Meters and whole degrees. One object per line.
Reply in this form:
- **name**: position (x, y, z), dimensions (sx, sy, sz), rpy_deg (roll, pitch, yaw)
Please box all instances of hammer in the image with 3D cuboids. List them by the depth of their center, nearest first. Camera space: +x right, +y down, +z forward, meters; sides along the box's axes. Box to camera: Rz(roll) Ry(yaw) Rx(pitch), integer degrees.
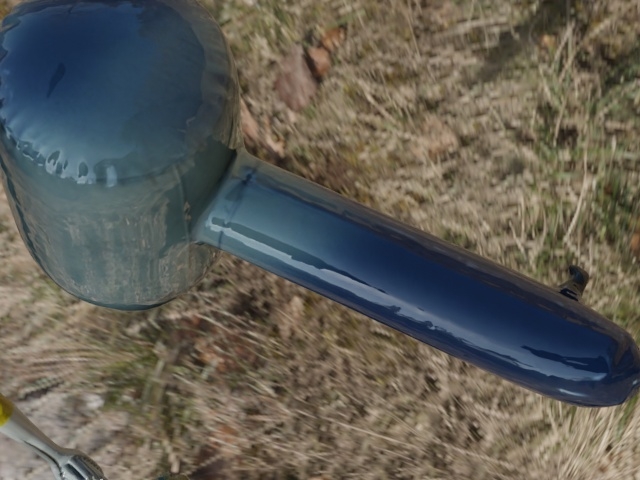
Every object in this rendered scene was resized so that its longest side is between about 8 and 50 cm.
- **hammer**: position (0.000, 0.000, 0.408), dimensions (0.194, 0.116, 0.069), rpy_deg (24, 67, 6)

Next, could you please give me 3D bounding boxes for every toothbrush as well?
- **toothbrush**: position (-0.157, 0.073, 0.670), dimensions (0.024, 0.288, 0.021), rpy_deg (33, 77, 30)

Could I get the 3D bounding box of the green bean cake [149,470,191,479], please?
- **green bean cake**: position (-0.174, 0.292, 1.080), dimensions (0.310, 0.202, 0.285), rpy_deg (19, 93, 40)
